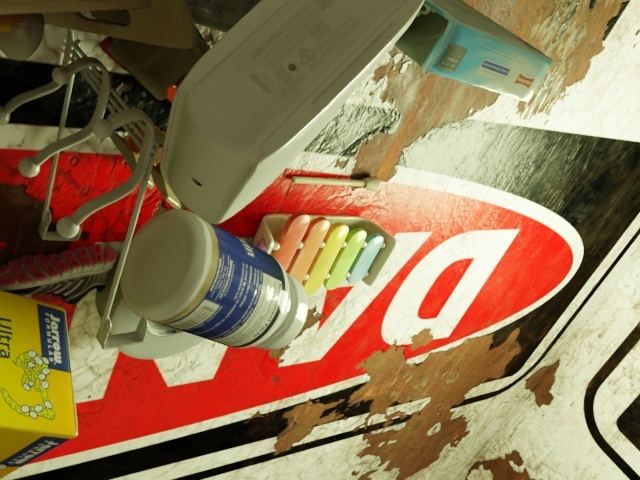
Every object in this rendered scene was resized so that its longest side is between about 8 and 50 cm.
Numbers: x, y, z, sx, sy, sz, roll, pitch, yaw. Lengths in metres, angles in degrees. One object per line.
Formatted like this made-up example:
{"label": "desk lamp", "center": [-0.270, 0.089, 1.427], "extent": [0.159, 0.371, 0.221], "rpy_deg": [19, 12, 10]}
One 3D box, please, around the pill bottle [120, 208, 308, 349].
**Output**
{"label": "pill bottle", "center": [-0.140, 0.069, 1.016], "extent": [0.153, 0.153, 0.265], "rpy_deg": [-46, 142, 9]}

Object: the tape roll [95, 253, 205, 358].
{"label": "tape roll", "center": [-0.242, 0.089, 1.137], "extent": [0.219, 0.072, 0.219], "rpy_deg": [-25, 142, -21]}

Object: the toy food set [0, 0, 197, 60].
{"label": "toy food set", "center": [-0.282, -0.179, 0.594], "extent": [0.306, 0.220, 0.092], "rpy_deg": [-35, 137, -57]}

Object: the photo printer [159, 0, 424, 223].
{"label": "photo printer", "center": [-0.046, -0.143, 0.721], "extent": [0.256, 0.107, 0.307], "rpy_deg": [-48, -175, -17]}

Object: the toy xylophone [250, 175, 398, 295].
{"label": "toy xylophone", "center": [0.000, 0.000, 1.249], "extent": [0.323, 0.081, 0.236], "rpy_deg": [-8, 133, -36]}

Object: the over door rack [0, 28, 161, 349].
{"label": "over door rack", "center": [-0.283, -0.054, 0.804], "extent": [0.108, 0.239, 0.324], "rpy_deg": [-16, 137, -33]}

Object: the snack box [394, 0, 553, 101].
{"label": "snack box", "center": [0.097, -0.279, 0.830], "extent": [0.187, 0.322, 0.060], "rpy_deg": [3, 126, -43]}

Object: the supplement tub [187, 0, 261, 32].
{"label": "supplement tub", "center": [-0.070, -0.379, 0.686], "extent": [0.194, 0.193, 0.316], "rpy_deg": [0, 129, -42]}

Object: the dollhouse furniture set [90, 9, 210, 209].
{"label": "dollhouse furniture set", "center": [-0.161, -0.204, 0.883], "extent": [0.262, 0.135, 0.259], "rpy_deg": [-40, 156, 1]}

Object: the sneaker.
{"label": "sneaker", "center": [-0.371, 0.059, 0.997], "extent": [0.170, 0.063, 0.074], "rpy_deg": [-15, 131, -37]}

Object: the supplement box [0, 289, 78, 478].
{"label": "supplement box", "center": [-0.499, 0.162, 0.840], "extent": [0.194, 0.195, 0.357], "rpy_deg": [-31, 148, 21]}
